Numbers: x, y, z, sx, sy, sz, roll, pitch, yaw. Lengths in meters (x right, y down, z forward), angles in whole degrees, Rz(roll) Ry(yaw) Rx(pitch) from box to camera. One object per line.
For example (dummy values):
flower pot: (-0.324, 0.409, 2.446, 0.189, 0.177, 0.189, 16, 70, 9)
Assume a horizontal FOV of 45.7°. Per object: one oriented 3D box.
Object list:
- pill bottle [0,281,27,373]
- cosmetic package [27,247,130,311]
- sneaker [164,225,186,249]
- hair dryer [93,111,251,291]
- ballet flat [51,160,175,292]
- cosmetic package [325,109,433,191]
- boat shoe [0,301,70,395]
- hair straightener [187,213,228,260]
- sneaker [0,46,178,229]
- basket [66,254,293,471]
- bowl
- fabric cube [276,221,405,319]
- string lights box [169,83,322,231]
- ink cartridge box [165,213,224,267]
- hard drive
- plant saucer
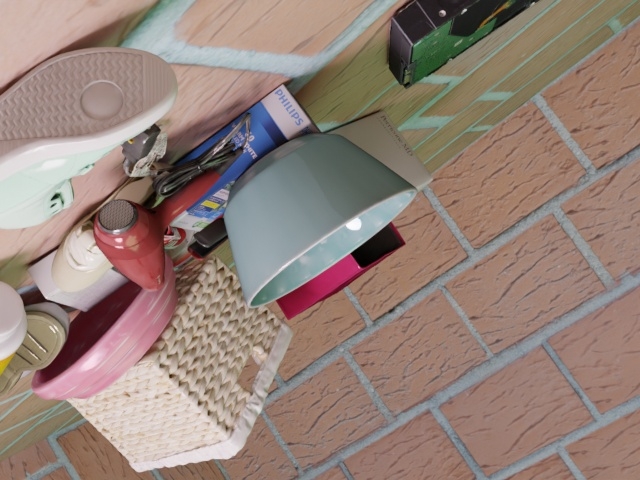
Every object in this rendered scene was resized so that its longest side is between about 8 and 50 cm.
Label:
pill bottle: (-0.493, 0.138, 1.087, 0.117, 0.117, 0.215, -28, 171, -43)
cosmetic package: (-0.390, 0.057, 1.247, 0.099, 0.060, 0.239, -37, 174, -9)
sneaker: (-0.273, -0.014, 1.380, 0.067, 0.042, 0.118, -35, 172, 32)
hair dryer: (-0.198, -0.037, 1.023, 0.224, 0.080, 0.293, -9, 138, -49)
ballet flat: (-0.298, -0.021, 1.074, 0.248, 0.086, 0.086, -44, 172, 3)
cosmetic package: (0.032, -0.106, 1.538, 0.366, 0.197, 0.155, -30, 171, -40)
boat shoe: (-0.510, 0.170, 1.324, 0.302, 0.113, 0.103, -32, -164, 40)
hair straightener: (-0.169, -0.044, 1.523, 0.230, 0.047, 0.089, -35, 164, -44)
sneaker: (-0.247, -0.094, 0.742, 0.256, 0.094, 0.151, -24, 167, -1)
basket: (-0.288, 0.252, 1.559, 0.331, 0.266, 0.328, -21, -150, 36)
bowl: (-0.024, -0.049, 1.160, 0.312, 0.163, 0.311, -34, 172, -5)
fabric cube: (0.000, 0.000, 1.873, 0.258, 0.254, 0.259, -37, 173, 32)
string lights box: (-0.128, -0.122, 1.176, 0.260, 0.076, 0.133, -35, 172, 7)
ink cartridge box: (-0.244, -0.008, 1.553, 0.179, 0.045, 0.145, -32, 174, 4)
hard drive: (0.262, -0.389, 1.224, 0.339, 0.064, 0.237, -35, 173, 1)
plant saucer: (-0.376, 0.163, 1.378, 0.332, 0.084, 0.332, -38, -161, 16)
